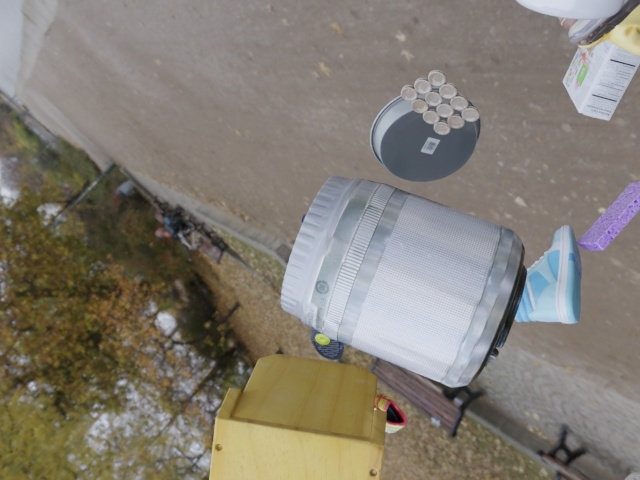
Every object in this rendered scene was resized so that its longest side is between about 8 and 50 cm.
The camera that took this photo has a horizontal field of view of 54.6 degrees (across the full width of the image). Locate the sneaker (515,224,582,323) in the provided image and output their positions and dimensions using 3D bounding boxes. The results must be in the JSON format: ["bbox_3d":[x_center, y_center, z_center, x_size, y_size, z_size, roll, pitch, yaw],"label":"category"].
[{"bbox_3d":[0.572,0.087,1.640,0.208,0.318,0.127,-10,126,32],"label":"sneaker"}]

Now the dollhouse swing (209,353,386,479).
[{"bbox_3d":[-0.037,0.458,1.399,0.347,0.314,0.305,7,-176,5],"label":"dollhouse swing"}]

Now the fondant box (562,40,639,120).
[{"bbox_3d":[0.805,-0.535,1.716,0.096,0.238,0.330,15,126,-2],"label":"fondant box"}]

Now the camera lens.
[{"bbox_3d":[0.112,0.051,0.819,0.275,0.219,0.219,21,166,10],"label":"camera lens"}]

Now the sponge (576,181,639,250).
[{"bbox_3d":[0.739,-0.062,1.546,0.031,0.210,0.117,42,-178,1],"label":"sponge"}]

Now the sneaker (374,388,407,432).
[{"bbox_3d":[0.136,0.401,1.551,0.209,0.081,0.094,37,156,-6],"label":"sneaker"}]

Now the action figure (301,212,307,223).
[{"bbox_3d":[0.000,0.000,1.646,0.099,0.185,0.285,18,-179,5],"label":"action figure"}]

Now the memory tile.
[{"bbox_3d":[0.249,-0.286,1.295,0.148,0.012,0.113,39,142,-25],"label":"memory tile"}]

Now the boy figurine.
[{"bbox_3d":[0.706,-0.475,1.373,0.286,0.177,0.092,-4,159,16],"label":"boy figurine"}]

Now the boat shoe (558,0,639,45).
[{"bbox_3d":[0.544,-0.479,1.052,0.116,0.324,0.123,57,-163,15],"label":"boat shoe"}]

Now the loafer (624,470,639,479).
[{"bbox_3d":[0.748,0.637,1.428,0.102,0.092,0.268,8,113,42],"label":"loafer"}]

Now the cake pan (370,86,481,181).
[{"bbox_3d":[0.279,-0.264,1.628,0.293,0.293,0.054,49,-154,-40],"label":"cake pan"}]

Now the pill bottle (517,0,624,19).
[{"bbox_3d":[0.341,-0.425,0.772,0.146,0.146,0.263,34,136,35],"label":"pill bottle"}]

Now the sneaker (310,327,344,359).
[{"bbox_3d":[0.008,0.147,1.259,0.069,0.082,0.209,-8,119,22],"label":"sneaker"}]
